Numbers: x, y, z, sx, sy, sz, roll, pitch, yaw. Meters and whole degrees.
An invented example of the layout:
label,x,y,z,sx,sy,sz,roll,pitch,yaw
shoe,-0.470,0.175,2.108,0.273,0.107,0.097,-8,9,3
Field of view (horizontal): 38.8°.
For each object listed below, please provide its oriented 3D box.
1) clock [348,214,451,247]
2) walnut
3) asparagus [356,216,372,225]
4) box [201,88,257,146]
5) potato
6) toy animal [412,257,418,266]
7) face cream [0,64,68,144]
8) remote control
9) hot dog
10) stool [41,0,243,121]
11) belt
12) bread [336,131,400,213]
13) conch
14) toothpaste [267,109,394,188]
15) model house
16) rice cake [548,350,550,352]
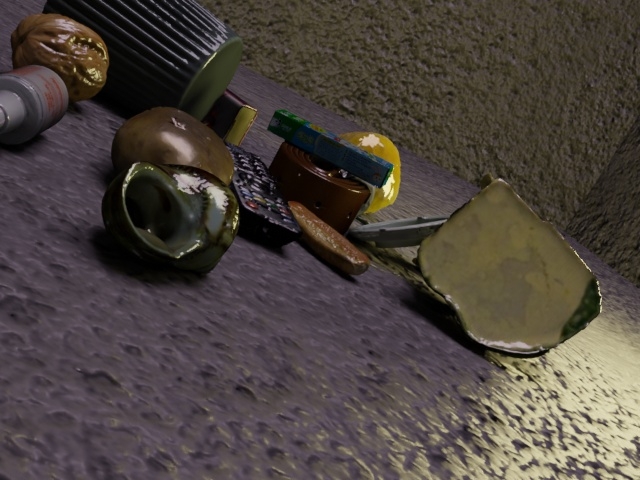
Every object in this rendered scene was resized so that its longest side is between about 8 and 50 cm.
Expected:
label,x,y,z,sx,sy,sz,roll,pitch,yaw
clock,0.178,-0.015,1.888,0.236,0.053,0.236,-9,4,1
walnut,-0.462,-0.325,1.631,0.155,0.155,0.184,40,14,36
asparagus,0.050,-0.075,2.082,0.163,0.016,0.016,33,32,8
box,-0.250,-0.301,2.060,0.224,0.120,0.069,38,12,36
potato,-0.229,-0.134,1.444,0.191,0.141,0.296,31,11,-9
toy animal,0.273,0.009,1.934,0.083,0.159,0.070,38,16,5
face cream,-0.435,-0.188,1.285,0.101,0.101,0.252,28,13,-9
remote control,-0.138,-0.094,1.651,0.144,0.062,0.399,24,16,-22
hot dog,0.000,0.000,1.634,0.215,0.047,0.066,38,31,31
stool,-0.361,-0.407,1.881,0.330,0.297,0.297,35,14,4
belt,-0.002,-0.114,1.888,0.217,0.122,0.338,30,13,6
bread,0.096,-0.168,2.191,0.197,0.197,0.170,23,1,-28
conch,-0.193,-0.023,1.165,0.181,0.124,0.187,37,39,-18
toothpaste,0.022,-0.189,1.861,0.266,0.050,0.065,28,18,9
model house,0.327,0.085,1.726,0.321,0.261,0.266,49,-9,9
rice cake,0.446,0.186,1.919,0.042,0.030,0.180,13,17,-13
